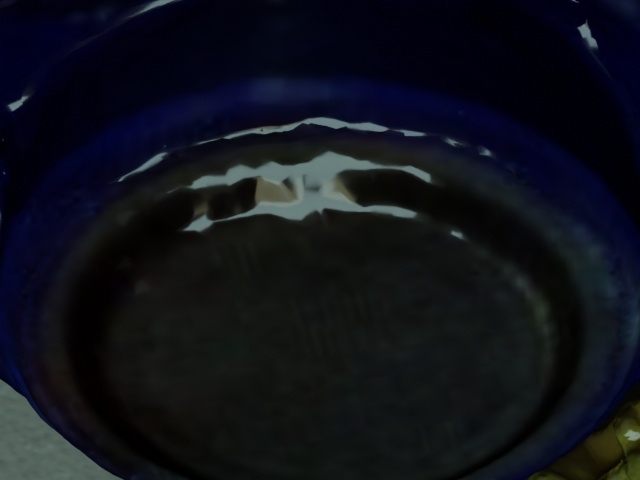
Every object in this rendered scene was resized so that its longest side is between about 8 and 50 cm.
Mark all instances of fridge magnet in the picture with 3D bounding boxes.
[{"bbox_3d":[0.000,0.000,0.585,0.265,0.113,0.265,-1,135,-1],"label":"fridge magnet"}]

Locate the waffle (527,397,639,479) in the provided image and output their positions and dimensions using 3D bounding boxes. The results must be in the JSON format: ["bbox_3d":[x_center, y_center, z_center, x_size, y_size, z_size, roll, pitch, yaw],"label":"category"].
[{"bbox_3d":[0.131,0.092,0.698,0.192,0.046,0.160,-38,156,10],"label":"waffle"}]
